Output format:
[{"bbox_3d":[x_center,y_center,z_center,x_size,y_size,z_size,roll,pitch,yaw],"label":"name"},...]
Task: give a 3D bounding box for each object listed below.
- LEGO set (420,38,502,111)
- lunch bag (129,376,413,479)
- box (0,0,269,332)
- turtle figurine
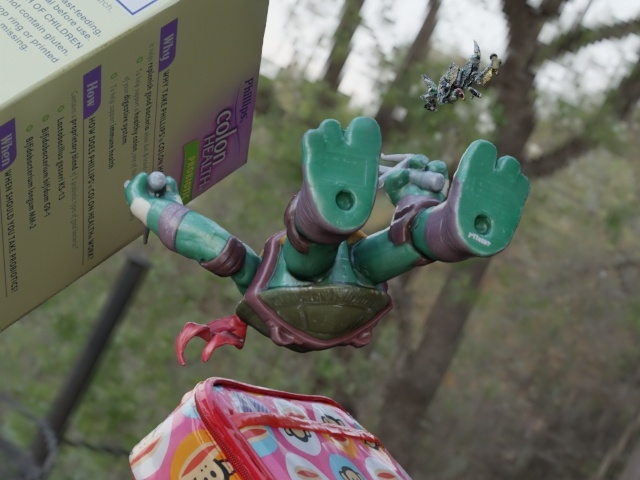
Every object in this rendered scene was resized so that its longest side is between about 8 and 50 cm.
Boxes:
[{"bbox_3d":[0.090,-0.098,1.094,0.023,0.054,0.083,38,6,-21],"label":"LEGO set"},{"bbox_3d":[-0.017,0.210,1.351,0.258,0.120,0.293,49,12,23],"label":"lunch bag"},{"bbox_3d":[-0.159,-0.084,1.026,0.117,0.243,0.213,43,-29,21],"label":"box"},{"bbox_3d":[0.000,0.000,0.907,0.175,0.118,0.234,-9,-7,-26],"label":"turtle figurine"}]
